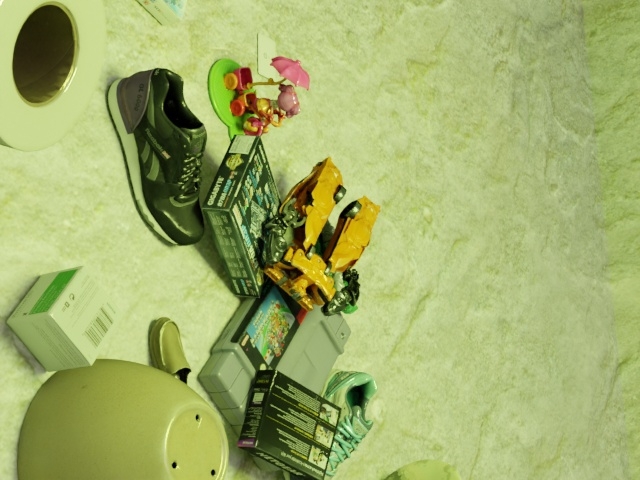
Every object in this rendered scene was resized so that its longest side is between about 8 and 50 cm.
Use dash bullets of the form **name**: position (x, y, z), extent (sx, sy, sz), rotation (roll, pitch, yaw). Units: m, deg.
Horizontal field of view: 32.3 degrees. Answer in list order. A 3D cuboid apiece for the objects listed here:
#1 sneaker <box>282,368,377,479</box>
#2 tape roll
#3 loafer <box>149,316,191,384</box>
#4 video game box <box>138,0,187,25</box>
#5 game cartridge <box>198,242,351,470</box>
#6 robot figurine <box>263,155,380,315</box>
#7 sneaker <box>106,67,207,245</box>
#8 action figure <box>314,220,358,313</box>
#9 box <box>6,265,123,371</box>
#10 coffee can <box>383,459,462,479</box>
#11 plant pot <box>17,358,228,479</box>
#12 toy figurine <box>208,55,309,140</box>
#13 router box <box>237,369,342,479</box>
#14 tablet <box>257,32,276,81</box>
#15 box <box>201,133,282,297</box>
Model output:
- **sneaker**: position (0.020, 0.336, 1.942), extent (0.110, 0.122, 0.283), rotation (53, 41, -34)
- **tape roll**: position (-0.402, -0.246, 1.362), extent (0.246, 0.169, 0.246), rotation (16, 90, -70)
- **loafer**: position (-0.224, 0.189, 1.687), extent (0.056, 0.050, 0.148), rotation (4, 77, -56)
- **video game box**: position (-0.278, -0.489, 1.813), extent (0.187, 0.048, 0.205), rotation (40, 49, -42)
- **game cartridge**: position (-0.067, 0.191, 1.918), extent (0.230, 0.068, 0.355), rotation (64, 36, -28)
- **robot figurine**: position (0.000, 0.000, 1.916), extent (0.211, 0.085, 0.291), rotation (44, 46, -17)
- **sneaker**: position (-0.227, -0.126, 1.709), extent (0.107, 0.124, 0.283), rotation (-39, 113, -53)
- **action figure**: position (0.023, 0.025, 2.050), extent (0.137, 0.063, 0.232), rotation (3, 70, -78)
- **box**: position (-0.344, 0.106, 1.497), extent (0.102, 0.087, 0.101), rotation (57, 39, -28)
- **coffee can**: position (0.236, 0.585, 2.120), extent (0.275, 0.201, 0.201), rotation (58, 38, -28)
- **plant pot**: position (-0.238, 0.293, 1.507), extent (0.284, 0.191, 0.284), rotation (24, 60, -52)
- **toy figurine**: position (-0.089, -0.250, 1.923), extent (0.130, 0.159, 0.173), rotation (-16, 94, -57)
- **router box**: position (-0.048, 0.306, 1.820), extent (0.179, 0.046, 0.133), rotation (37, 58, -40)
- **tablet**: position (-0.100, -0.343, 2.075), extent (0.054, 0.006, 0.083), rotation (19, 64, -52)
- **box**: position (-0.121, -0.040, 1.847), extent (0.220, 0.051, 0.175), rotation (74, 27, -46)
